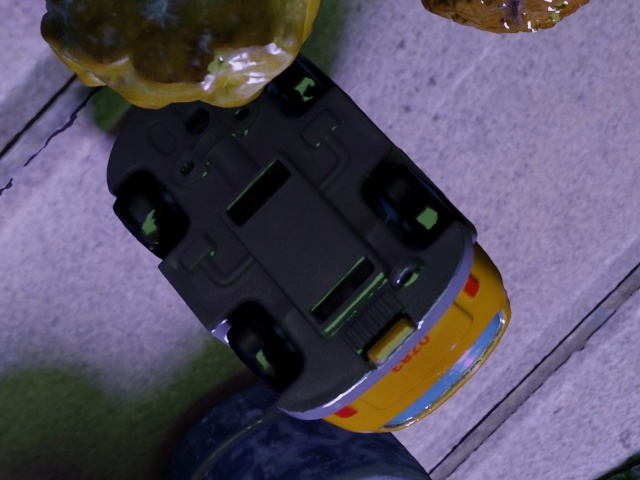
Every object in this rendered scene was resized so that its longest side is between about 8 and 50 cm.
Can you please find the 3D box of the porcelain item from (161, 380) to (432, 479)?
[{"bbox_3d":[-0.013,0.159,1.168,0.147,0.114,0.147,-17,131,-21],"label":"porcelain item"}]

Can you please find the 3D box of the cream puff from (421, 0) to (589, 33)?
[{"bbox_3d":[0.099,-0.163,0.977,0.126,0.103,0.144,-17,141,-15],"label":"cream puff"}]

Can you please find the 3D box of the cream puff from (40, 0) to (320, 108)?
[{"bbox_3d":[-0.059,-0.125,0.907,0.146,0.146,0.116,-47,176,8],"label":"cream puff"}]

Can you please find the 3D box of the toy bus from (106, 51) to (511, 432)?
[{"bbox_3d":[0.000,0.000,0.986,0.126,0.209,0.136,-46,147,6],"label":"toy bus"}]

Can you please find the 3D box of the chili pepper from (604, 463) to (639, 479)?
[{"bbox_3d":[0.203,0.215,1.415,0.227,0.059,0.088,-32,142,-14],"label":"chili pepper"}]
